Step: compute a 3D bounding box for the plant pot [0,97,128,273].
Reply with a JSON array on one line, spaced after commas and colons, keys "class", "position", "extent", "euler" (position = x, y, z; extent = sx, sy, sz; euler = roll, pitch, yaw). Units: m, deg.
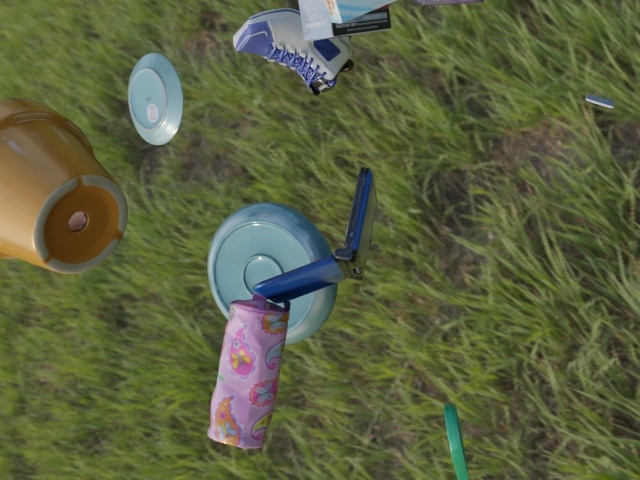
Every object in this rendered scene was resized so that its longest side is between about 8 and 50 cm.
[{"class": "plant pot", "position": [-0.344, -0.053, 1.110], "extent": [0.188, 0.205, 0.205], "euler": [28, 92, 38]}]

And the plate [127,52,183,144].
[{"class": "plate", "position": [-0.347, -0.289, 1.827], "extent": [0.188, 0.024, 0.188], "euler": [9, 104, 42]}]

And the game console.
[{"class": "game console", "position": [0.000, 0.000, 1.674], "extent": [0.173, 0.293, 0.250], "euler": [10, 82, 6]}]

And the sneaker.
[{"class": "sneaker", "position": [-0.038, -0.450, 2.161], "extent": [0.127, 0.315, 0.182], "euler": [-33, 66, 58]}]

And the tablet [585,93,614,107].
[{"class": "tablet", "position": [0.537, -0.268, 1.710], "extent": [0.054, 0.083, 0.006], "euler": [20, 111, 13]}]

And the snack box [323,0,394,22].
[{"class": "snack box", "position": [0.135, -0.515, 1.513], "extent": [0.322, 0.187, 0.060], "euler": [-26, 22, -14]}]

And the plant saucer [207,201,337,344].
[{"class": "plant saucer", "position": [-0.116, 0.077, 1.911], "extent": [0.318, 0.044, 0.317], "euler": [6, 104, 25]}]

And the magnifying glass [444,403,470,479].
[{"class": "magnifying glass", "position": [0.237, 0.379, 1.487], "extent": [0.026, 0.231, 0.092], "euler": [-9, 19, 8]}]

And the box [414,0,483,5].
[{"class": "box", "position": [0.253, -0.578, 1.899], "extent": [0.153, 0.207, 0.108], "euler": [3, 93, 26]}]

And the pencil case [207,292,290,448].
[{"class": "pencil case", "position": [-0.136, 0.246, 1.686], "extent": [0.124, 0.124, 0.284], "euler": [13, 95, 46]}]

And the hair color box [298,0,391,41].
[{"class": "hair color box", "position": [0.039, -0.659, 2.046], "extent": [0.114, 0.185, 0.374], "euler": [6, 109, 51]}]
